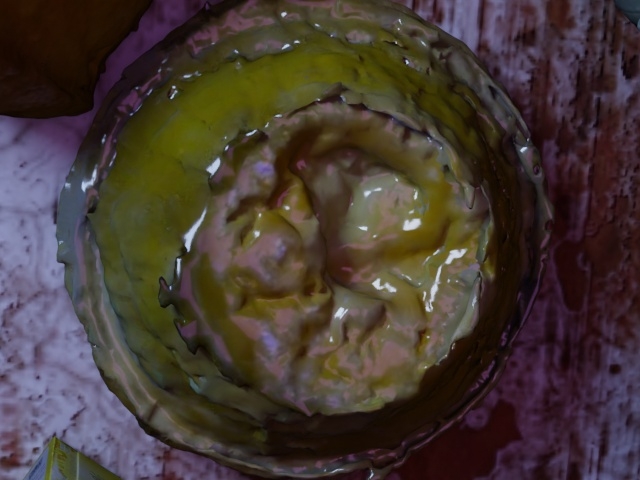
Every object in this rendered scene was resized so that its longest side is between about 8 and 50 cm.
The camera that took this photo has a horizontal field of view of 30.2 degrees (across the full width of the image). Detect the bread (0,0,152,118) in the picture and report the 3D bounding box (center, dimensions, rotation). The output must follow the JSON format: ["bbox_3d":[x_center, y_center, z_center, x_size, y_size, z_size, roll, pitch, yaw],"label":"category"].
[{"bbox_3d":[-0.215,-0.210,0.596,0.194,0.179,0.340,-44,102,-4],"label":"bread"}]

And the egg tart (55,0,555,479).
[{"bbox_3d":[0.000,0.000,0.688,0.315,0.120,0.315,-1,96,-11],"label":"egg tart"}]

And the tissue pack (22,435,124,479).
[{"bbox_3d":[-0.182,0.212,0.690,0.062,0.095,0.176,35,89,-13],"label":"tissue pack"}]

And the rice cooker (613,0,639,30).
[{"bbox_3d":[0.315,-0.173,0.652,0.288,0.288,0.277,-45,101,-3],"label":"rice cooker"}]
